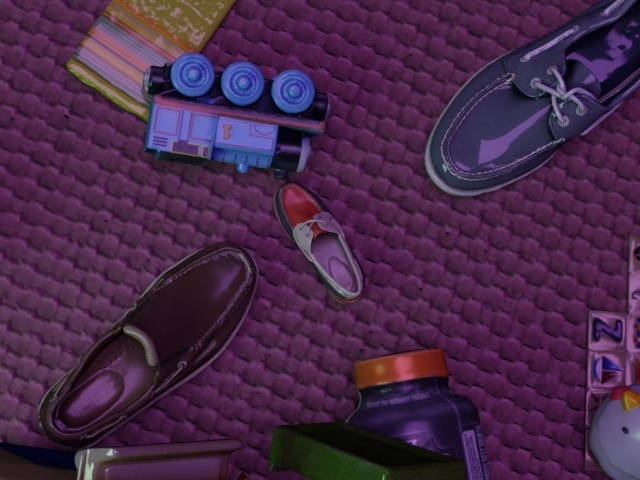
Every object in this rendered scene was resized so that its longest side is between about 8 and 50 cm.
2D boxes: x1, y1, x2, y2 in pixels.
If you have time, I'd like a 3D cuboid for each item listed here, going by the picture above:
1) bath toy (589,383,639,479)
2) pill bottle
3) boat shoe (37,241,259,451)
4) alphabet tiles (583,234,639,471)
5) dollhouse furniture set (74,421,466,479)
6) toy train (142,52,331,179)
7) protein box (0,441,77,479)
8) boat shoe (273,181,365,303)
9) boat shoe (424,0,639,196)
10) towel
[{"bbox_3d":[0.399,0.098,1.351,0.348,0.129,0.151,-39,87,-9],"label":"bath toy"},{"bbox_3d":[0.092,0.225,1.312,0.130,0.130,0.246,-9,82,-6],"label":"pill bottle"},{"bbox_3d":[-0.154,0.100,1.325,0.095,0.095,0.257,43,80,2],"label":"boat shoe"},{"bbox_3d":[0.361,0.114,1.414,0.198,0.009,0.237,4,81,-4],"label":"alphabet tiles"},{"bbox_3d":[-0.049,0.263,1.146,0.301,0.151,0.197,3,97,-43],"label":"dollhouse furniture set"},{"bbox_3d":[-0.083,-0.118,1.373,0.184,0.080,0.105,9,90,-11],"label":"toy train"},{"bbox_3d":[-0.230,0.299,1.249,0.200,0.136,0.201,9,94,-4],"label":"protein box"},{"bbox_3d":[0.000,0.000,1.381,0.049,0.043,0.137,-30,84,-7],"label":"boat shoe"},{"bbox_3d":[0.239,-0.159,1.398,0.319,0.099,0.116,-34,86,-9],"label":"boat shoe"},{"bbox_3d":[-0.145,-0.236,1.418,0.102,0.021,0.237,35,79,-5],"label":"towel"}]
